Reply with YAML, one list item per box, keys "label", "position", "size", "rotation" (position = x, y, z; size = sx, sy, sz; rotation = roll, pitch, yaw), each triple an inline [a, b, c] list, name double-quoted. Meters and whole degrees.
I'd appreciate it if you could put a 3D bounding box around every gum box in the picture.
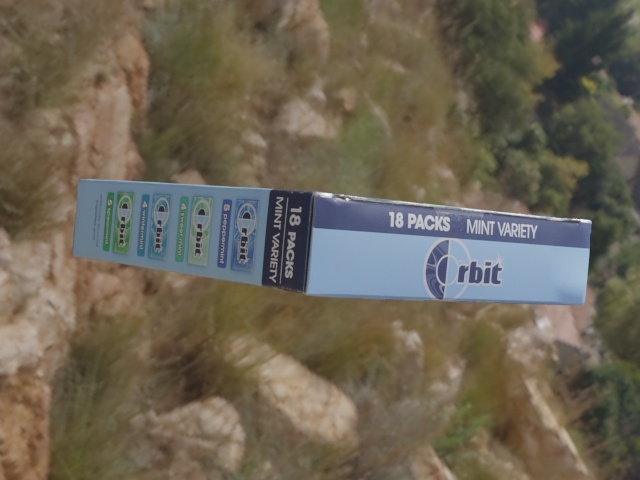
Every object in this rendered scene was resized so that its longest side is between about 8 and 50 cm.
- label: "gum box"
  position: [0.000, 0.000, 0.530]
  size: [0.157, 0.184, 0.041]
  rotation: [5, 90, -39]
